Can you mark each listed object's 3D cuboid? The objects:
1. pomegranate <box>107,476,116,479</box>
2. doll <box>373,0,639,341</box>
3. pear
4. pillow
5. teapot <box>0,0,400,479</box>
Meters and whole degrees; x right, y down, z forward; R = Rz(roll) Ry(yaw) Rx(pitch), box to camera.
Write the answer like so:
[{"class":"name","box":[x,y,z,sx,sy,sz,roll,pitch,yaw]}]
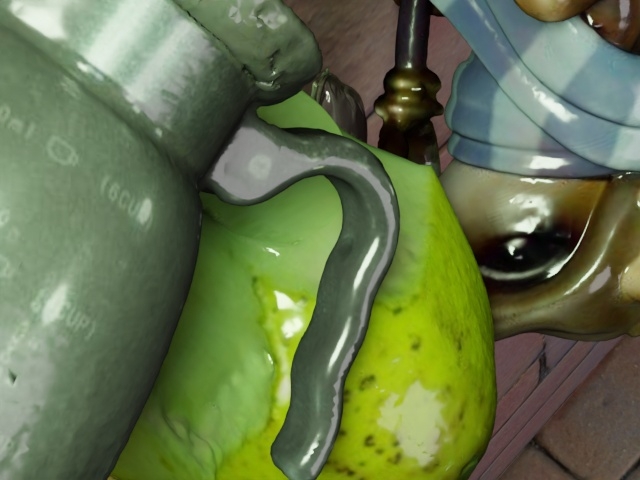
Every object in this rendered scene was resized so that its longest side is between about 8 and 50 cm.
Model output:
[{"class":"pomegranate","box":[-0.086,0.233,0.951,0.307,0.307,0.307,-42,157,-22]},{"class":"doll","box":[0.104,-0.098,0.776,0.209,0.340,0.318,-17,-166,-2]},{"class":"pear","box":[-0.042,0.063,0.744,0.176,0.282,0.286,-40,158,-45]},{"class":"pillow","box":[0.000,0.000,0.935,0.130,0.038,0.233,28,70,-75]},{"class":"teapot","box":[-0.092,-0.019,0.513,0.285,0.305,0.223,-56,-176,-5]}]
